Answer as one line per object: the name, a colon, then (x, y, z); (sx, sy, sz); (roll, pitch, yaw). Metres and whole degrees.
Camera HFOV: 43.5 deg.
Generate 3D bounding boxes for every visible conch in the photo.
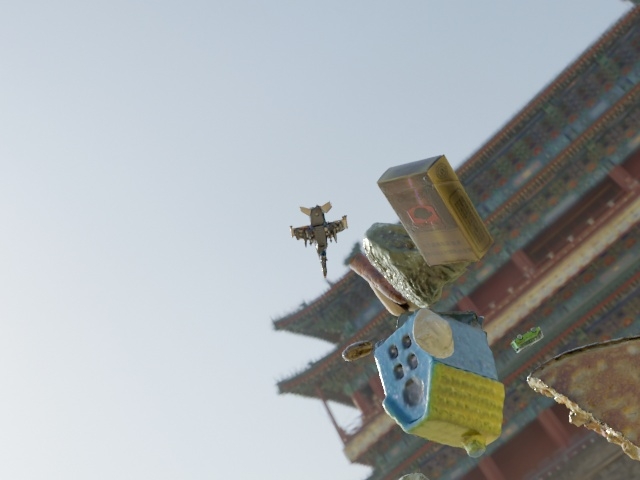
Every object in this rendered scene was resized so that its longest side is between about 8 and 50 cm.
conch: (0.229, 0.133, 2.418); (0.158, 0.255, 0.127); (-49, 7, -8)

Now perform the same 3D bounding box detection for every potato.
potato: (0.092, 0.270, 1.970); (0.083, 0.040, 0.051); (-20, 4, -26)

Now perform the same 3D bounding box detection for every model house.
model house: (0.283, 0.339, 1.842); (0.237, 0.303, 0.215); (21, -52, -30)

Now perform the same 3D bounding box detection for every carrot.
carrot: (0.169, 0.118, 2.259); (0.057, 0.224, 0.057); (-27, -40, -26)

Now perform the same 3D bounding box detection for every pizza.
pizza: (0.804, 0.441, 2.120); (0.439, 0.406, 0.130); (-17, -44, 9)

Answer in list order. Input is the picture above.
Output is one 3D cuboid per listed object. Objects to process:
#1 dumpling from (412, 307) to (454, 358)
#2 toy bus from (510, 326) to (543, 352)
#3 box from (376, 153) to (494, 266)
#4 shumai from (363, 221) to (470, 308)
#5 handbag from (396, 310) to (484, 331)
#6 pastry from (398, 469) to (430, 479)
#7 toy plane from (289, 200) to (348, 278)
dumpling: (0.182, 0.151, 1.289); (0.057, 0.052, 0.076); (-39, -58, -52)
toy bus: (0.519, 0.247, 2.009); (0.083, 0.037, 0.031); (-24, -19, -18)
box: (0.246, -0.059, 1.719); (0.071, 0.159, 0.240); (-47, -65, -32)
shumai: (0.249, 0.022, 2.069); (0.222, 0.260, 0.225); (-49, -4, -9)
handbag: (0.330, 0.322, 2.254); (0.260, 0.248, 0.079); (-2, -20, 33)
pastry: (0.257, 0.667, 2.039); (0.088, 0.166, 0.166); (-23, -38, -5)
toy plane: (0.001, 0.003, 1.844); (0.135, 0.062, 0.188); (-8, -79, -3)
